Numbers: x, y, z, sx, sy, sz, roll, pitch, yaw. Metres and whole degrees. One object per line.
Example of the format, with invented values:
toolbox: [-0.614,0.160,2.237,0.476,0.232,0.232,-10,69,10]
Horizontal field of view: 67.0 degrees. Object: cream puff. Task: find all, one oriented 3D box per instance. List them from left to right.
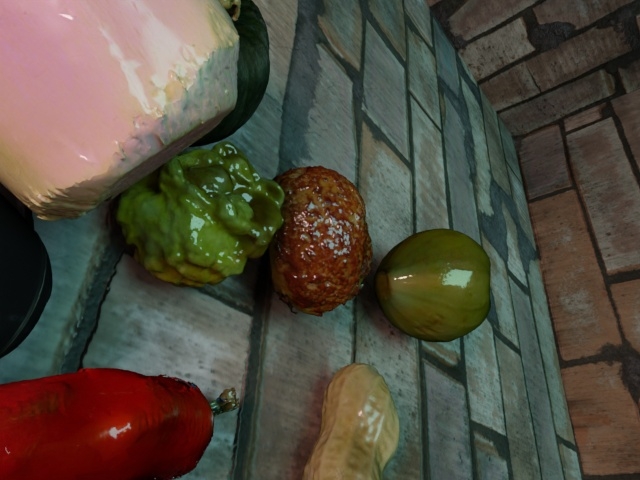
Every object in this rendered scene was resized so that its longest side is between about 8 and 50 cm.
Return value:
cream puff: [0.000,0.000,0.749,0.240,0.164,0.239,-179,-90,-88]

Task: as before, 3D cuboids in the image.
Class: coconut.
coconut: [-0.199,-0.163,0.379,0.245,0.233,0.233,54,37,-13]

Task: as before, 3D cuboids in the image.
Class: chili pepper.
chili pepper: [-0.186,0.172,0.433,0.387,0.110,0.110,47,33,-67]

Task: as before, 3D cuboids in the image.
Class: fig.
fig: [0.221,0.086,0.999,0.271,0.239,0.239,13,62,-37]

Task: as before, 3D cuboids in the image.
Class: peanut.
peanut: [0.046,0.317,0.718,0.130,0.130,0.290,51,38,-25]

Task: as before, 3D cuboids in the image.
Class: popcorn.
popcorn: [-0.150,-0.032,0.609,0.198,0.156,0.197,16,64,-36]

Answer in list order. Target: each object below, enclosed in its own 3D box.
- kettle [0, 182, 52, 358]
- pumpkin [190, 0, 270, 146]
kettle: [-0.328,-0.025,0.330,0.290,0.207,0.268,37,30,-53]
pumpkin: [-0.194,-0.259,0.607,0.300,0.207,0.300,29,48,-39]
